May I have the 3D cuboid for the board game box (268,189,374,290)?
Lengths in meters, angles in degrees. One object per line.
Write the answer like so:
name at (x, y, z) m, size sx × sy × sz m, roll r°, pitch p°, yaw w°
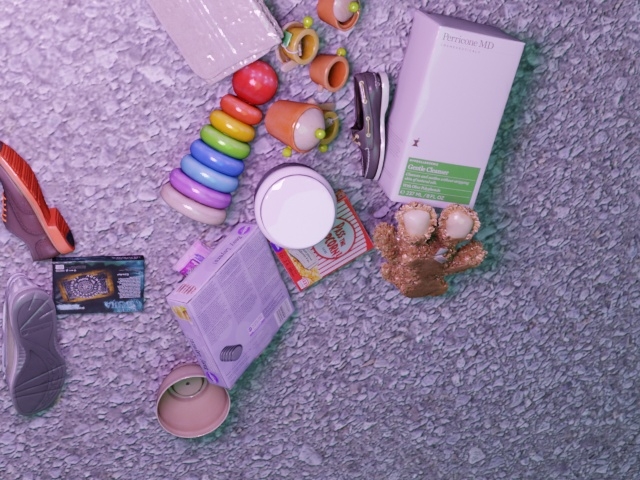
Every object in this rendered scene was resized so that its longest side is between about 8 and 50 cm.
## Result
board game box at (0.000, 0.000, 1.983) m, size 0.193 × 0.045 × 0.147 m, roll -31°, pitch 120°, yaw 0°

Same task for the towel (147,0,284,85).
towel at (-0.208, -0.435, 1.655) m, size 0.187 × 0.049 × 0.282 m, roll -24°, pitch 112°, yaw 21°

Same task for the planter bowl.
planter bowl at (-0.289, 0.339, 2.027) m, size 0.162 × 0.109 × 0.162 m, roll -7°, pitch 118°, yaw -14°

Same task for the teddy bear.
teddy bear at (0.229, 0.005, 1.956) m, size 0.245 × 0.113 × 0.338 m, roll -11°, pitch 151°, yaw 9°

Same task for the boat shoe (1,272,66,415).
boat shoe at (-0.604, 0.220, 1.893) m, size 0.118 × 0.103 × 0.320 m, roll -16°, pitch 126°, yaw -30°

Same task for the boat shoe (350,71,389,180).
boat shoe at (0.095, -0.234, 1.880) m, size 0.068 × 0.081 × 0.228 m, roll -2°, pitch 109°, yaw -12°

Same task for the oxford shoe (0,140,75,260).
oxford shoe at (-0.579, -0.068, 1.753) m, size 0.098 × 0.097 × 0.271 m, roll -23°, pitch 120°, yaw 2°

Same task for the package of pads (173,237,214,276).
package of pads at (-0.266, 0.040, 1.932) m, size 0.050 × 0.032 × 0.083 m, roll 37°, pitch 101°, yaw -29°

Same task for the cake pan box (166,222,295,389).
cake pan box at (-0.174, 0.130, 1.897) m, size 0.267 × 0.070 × 0.246 m, roll -50°, pitch 136°, yaw -34°

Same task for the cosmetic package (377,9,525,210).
cosmetic package at (0.253, -0.262, 1.867) m, size 0.197 × 0.155 × 0.365 m, roll 6°, pitch 115°, yaw -16°

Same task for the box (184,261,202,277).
box at (-0.220, 0.121, 1.952) m, size 0.059 × 0.054 × 0.169 m, roll -35°, pitch 131°, yaw -3°

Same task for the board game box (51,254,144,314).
board game box at (-0.463, 0.093, 1.903) m, size 0.186 × 0.026 × 0.126 m, roll -1°, pitch 116°, yaw -16°

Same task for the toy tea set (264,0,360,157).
toy tea set at (0.008, -0.314, 1.748) m, size 0.200 × 0.124 × 0.336 m, roll -17°, pitch 123°, yaw -46°

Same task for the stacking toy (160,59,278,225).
stacking toy at (-0.185, -0.201, 1.787) m, size 0.141 × 0.141 × 0.330 m, roll 22°, pitch 103°, yaw -25°

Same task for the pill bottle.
pill bottle at (-0.050, -0.067, 1.780) m, size 0.160 × 0.283 × 0.160 m, roll 0°, pitch 97°, yaw -4°
